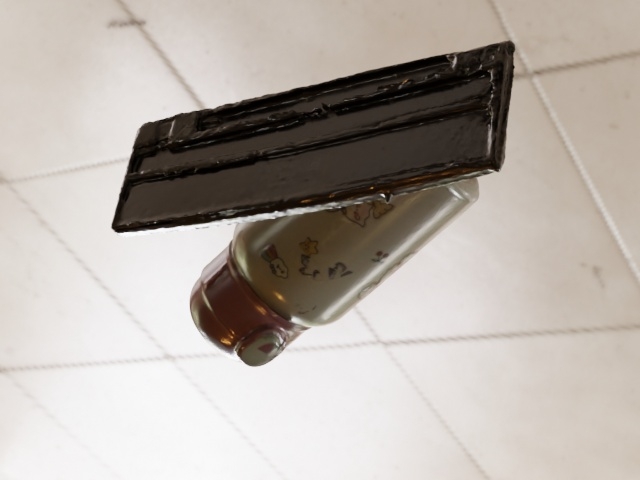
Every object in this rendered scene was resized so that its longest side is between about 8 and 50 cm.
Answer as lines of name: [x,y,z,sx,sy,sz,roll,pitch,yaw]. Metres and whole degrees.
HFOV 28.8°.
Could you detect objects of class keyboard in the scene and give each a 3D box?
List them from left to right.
keyboard: [-0.011,-0.049,0.683,0.250,0.087,0.017,-9,148,31]

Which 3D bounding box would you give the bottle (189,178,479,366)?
bottle: [0.000,0.000,0.920,0.110,0.110,0.233,40,111,-22]
